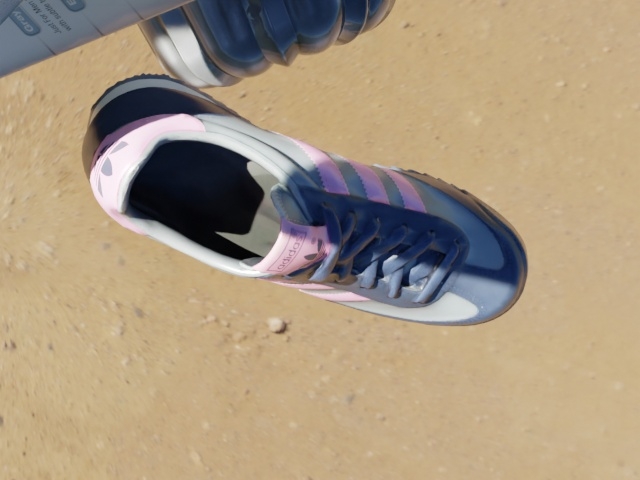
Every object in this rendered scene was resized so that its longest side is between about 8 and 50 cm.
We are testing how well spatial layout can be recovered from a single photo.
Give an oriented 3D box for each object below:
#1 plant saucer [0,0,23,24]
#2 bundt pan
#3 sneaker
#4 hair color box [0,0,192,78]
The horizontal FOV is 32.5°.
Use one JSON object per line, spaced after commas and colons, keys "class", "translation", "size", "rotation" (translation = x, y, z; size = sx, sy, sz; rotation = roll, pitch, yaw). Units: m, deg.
{"class": "plant saucer", "translation": [-0.213, -0.130, 0.629], "size": [0.044, 0.317, 0.317], "rotation": [43, 79, -21]}
{"class": "bundt pan", "translation": [-0.056, -0.271, 1.298], "size": [0.331, 0.331, 0.124], "rotation": [-24, 104, -15]}
{"class": "sneaker", "translation": [0.000, 0.000, 0.698], "size": [0.319, 0.131, 0.112], "rotation": [18, 109, -15]}
{"class": "hair color box", "translation": [-0.154, -0.267, 0.809], "size": [0.185, 0.374, 0.113], "rotation": [50, 31, -45]}
